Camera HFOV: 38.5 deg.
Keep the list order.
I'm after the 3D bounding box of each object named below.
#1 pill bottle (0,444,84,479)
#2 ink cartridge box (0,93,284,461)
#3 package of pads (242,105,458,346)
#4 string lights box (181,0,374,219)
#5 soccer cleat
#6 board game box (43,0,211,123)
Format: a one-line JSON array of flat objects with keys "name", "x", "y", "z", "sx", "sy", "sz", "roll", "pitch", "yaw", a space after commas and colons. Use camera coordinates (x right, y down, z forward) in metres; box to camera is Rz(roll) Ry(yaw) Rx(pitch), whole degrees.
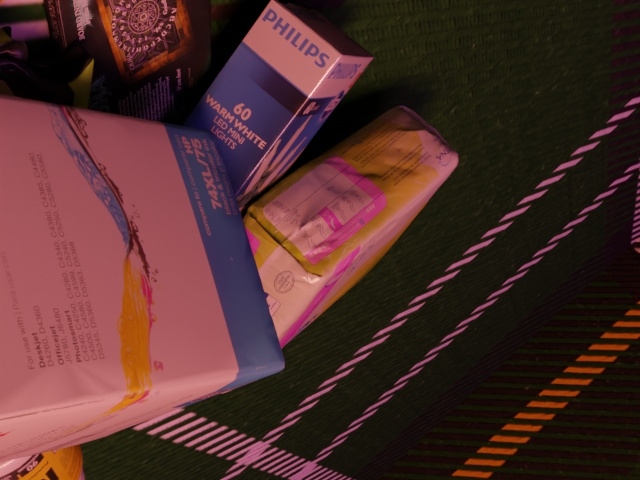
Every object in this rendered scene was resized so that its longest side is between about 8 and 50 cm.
[{"name": "pill bottle", "x": -0.304, "y": 0.210, "z": 0.906, "sx": 0.119, "sy": 0.119, "sz": 0.209, "roll": -34, "pitch": 153, "yaw": -19}, {"name": "ink cartridge box", "x": -0.198, "y": 0.037, "z": 0.617, "sx": 0.198, "sy": 0.197, "sz": 0.270, "roll": -24, "pitch": 168, "yaw": 28}, {"name": "package of pads", "x": 0.000, "y": 0.000, "z": 0.949, "sx": 0.296, "sy": 0.101, "sz": 0.229, "roll": -39, "pitch": 169, "yaw": -46}, {"name": "string lights box", "x": -0.072, "y": -0.080, "z": 0.800, "sx": 0.260, "sy": 0.076, "sz": 0.133, "roll": -51, "pitch": 175, "yaw": 18}, {"name": "soccer cleat", "x": -0.231, "y": -0.104, "z": 0.591, "sx": 0.178, "sy": 0.060, "sz": 0.072, "roll": -7, "pitch": 132, "yaw": -44}, {"name": "board game box", "x": -0.140, "y": -0.153, "z": 0.690, "sx": 0.126, "sy": 0.026, "sz": 0.186, "roll": -30, "pitch": 152, "yaw": -25}]
